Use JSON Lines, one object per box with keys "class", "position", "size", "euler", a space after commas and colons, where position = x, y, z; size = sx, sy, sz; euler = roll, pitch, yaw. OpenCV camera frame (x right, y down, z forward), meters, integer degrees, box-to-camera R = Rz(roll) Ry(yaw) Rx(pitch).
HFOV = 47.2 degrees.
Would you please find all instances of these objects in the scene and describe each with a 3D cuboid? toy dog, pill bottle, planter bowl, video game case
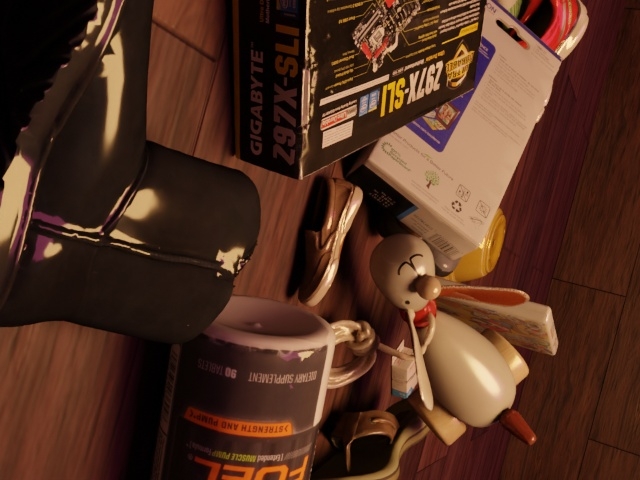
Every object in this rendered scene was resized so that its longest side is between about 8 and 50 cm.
{"class": "toy dog", "position": [0.167, 0.145, 0.871], "size": [0.333, 0.161, 0.220], "euler": [30, 94, -41]}
{"class": "pill bottle", "position": [-0.070, 0.177, 0.596], "size": [0.130, 0.130, 0.246], "euler": [-10, 112, -63]}
{"class": "planter bowl", "position": [0.251, -0.005, 1.217], "size": [0.217, 0.090, 0.217], "euler": [-40, 138, -51]}
{"class": "video game case", "position": [0.216, 0.102, 1.038], "size": [0.026, 0.227, 0.206], "euler": [-70, 155, -13]}

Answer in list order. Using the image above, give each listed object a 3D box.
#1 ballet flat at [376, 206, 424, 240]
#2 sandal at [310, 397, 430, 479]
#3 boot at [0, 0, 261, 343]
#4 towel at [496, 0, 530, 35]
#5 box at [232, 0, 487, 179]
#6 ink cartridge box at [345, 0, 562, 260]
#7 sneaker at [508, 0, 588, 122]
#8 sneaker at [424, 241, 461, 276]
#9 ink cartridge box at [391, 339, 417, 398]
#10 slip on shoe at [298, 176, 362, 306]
{"class": "ballet flat", "position": [0.155, -0.104, 0.965], "size": [0.280, 0.095, 0.096], "euler": [-50, -171, -26]}
{"class": "sandal", "position": [0.059, 0.258, 0.966], "size": [0.303, 0.120, 0.086], "euler": [-23, 96, -62]}
{"class": "boot", "position": [-0.107, -0.056, 0.426], "size": [0.207, 0.094, 0.246], "euler": [13, 99, -62]}
{"class": "towel", "position": [0.368, -0.432, 1.293], "size": [0.248, 0.038, 0.325], "euler": [-68, 156, -12]}
{"class": "box", "position": [0.054, -0.227, 0.643], "size": [0.322, 0.079, 0.257], "euler": [-33, 137, -45]}
{"class": "ink cartridge box", "position": [0.172, -0.153, 0.888], "size": [0.333, 0.165, 0.065], "euler": [-58, -169, -29]}
{"class": "sneaker", "position": [0.323, -0.287, 1.200], "size": [0.118, 0.107, 0.279], "euler": [14, 105, -42]}
{"class": "sneaker", "position": [0.190, -0.056, 1.010], "size": [0.098, 0.083, 0.224], "euler": [-38, -152, 46]}
{"class": "ink cartridge box", "position": [0.135, 0.204, 1.161], "size": [0.048, 0.028, 0.083], "euler": [-49, 144, -44]}
{"class": "slip on shoe", "position": [0.000, 0.000, 0.756], "size": [0.041, 0.051, 0.135], "euler": [23, 91, -25]}
